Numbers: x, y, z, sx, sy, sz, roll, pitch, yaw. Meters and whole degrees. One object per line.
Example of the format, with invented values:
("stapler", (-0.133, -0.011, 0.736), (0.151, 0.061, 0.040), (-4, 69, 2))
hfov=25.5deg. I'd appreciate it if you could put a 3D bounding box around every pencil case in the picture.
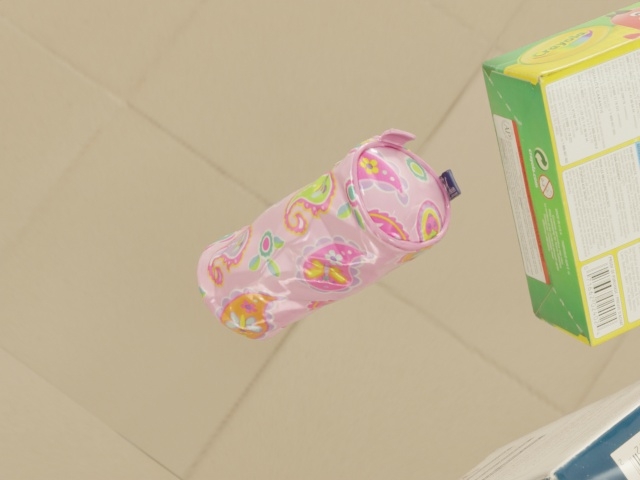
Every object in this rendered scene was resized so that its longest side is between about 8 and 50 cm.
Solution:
("pencil case", (0.000, 0.000, 1.351), (0.124, 0.284, 0.124), (18, 58, -31))

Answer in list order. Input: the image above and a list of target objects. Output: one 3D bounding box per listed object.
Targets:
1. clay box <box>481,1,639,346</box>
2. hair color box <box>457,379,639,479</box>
("clay box", (0.189, -0.055, 0.644), (0.222, 0.053, 0.127), (-22, 112, -19))
("hair color box", (0.173, 0.202, 1.035), (0.174, 0.347, 0.105), (-30, 83, -27))
